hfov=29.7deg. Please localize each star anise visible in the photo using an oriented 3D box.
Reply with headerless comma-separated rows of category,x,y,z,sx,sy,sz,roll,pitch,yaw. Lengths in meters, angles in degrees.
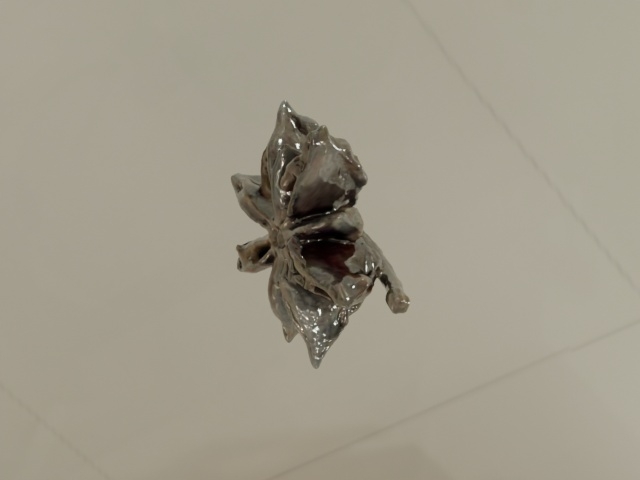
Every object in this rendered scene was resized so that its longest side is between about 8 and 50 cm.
star anise,0.001,0.000,0.964,0.089,0.209,0.231,-17,56,-29
